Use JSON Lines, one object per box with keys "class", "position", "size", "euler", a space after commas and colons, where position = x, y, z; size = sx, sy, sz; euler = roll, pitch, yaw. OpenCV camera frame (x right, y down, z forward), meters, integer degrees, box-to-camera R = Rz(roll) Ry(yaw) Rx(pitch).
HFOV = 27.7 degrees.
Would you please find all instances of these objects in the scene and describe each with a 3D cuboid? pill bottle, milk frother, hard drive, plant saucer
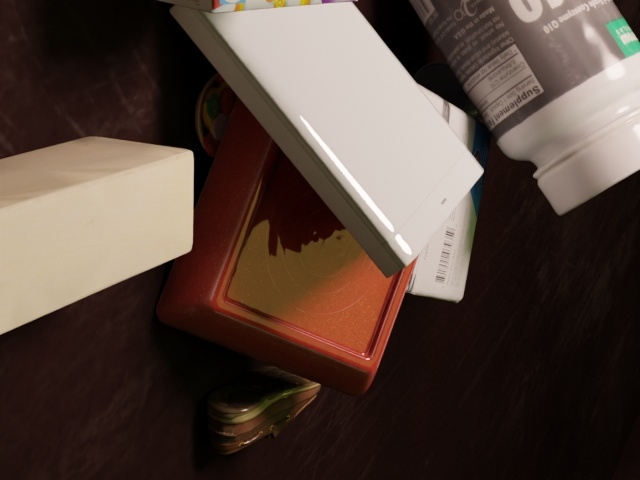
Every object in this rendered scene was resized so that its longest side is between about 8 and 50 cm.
{"class": "pill bottle", "position": [0.263, -0.225, 1.550], "size": [0.361, 0.204, 0.204], "euler": [59, 28, 4]}
{"class": "milk frother", "position": [0.178, -0.232, 1.714], "size": [0.143, 0.129, 0.135], "euler": [56, 25, 8]}
{"class": "hard drive", "position": [0.016, -0.136, 1.222], "size": [0.307, 0.040, 0.203], "euler": [51, 39, -7]}
{"class": "plant saucer", "position": [0.000, 0.000, 1.261], "size": [0.258, 0.048, 0.259], "euler": [25, 81, -32]}

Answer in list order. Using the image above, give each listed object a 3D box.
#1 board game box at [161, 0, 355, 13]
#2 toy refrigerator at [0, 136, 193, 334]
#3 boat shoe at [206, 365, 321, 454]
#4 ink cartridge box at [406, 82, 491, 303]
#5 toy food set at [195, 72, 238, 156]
{"class": "board game box", "position": [-0.062, -0.330, 1.026], "size": [0.142, 0.144, 0.275], "euler": [-12, 112, -33]}
{"class": "toy refrigerator", "position": [-0.204, -0.005, 0.939], "size": [0.269, 0.102, 0.094], "euler": [-28, 124, -61]}
{"class": "boat shoe", "position": [-0.061, 0.175, 1.365], "size": [0.178, 0.064, 0.060], "euler": [-17, 119, -56]}
{"class": "ink cartridge box", "position": [0.077, -0.056, 1.493], "size": [0.307, 0.129, 0.223], "euler": [14, 87, -65]}
{"class": "toy food set", "position": [-0.093, -0.118, 1.235], "size": [0.082, 0.020, 0.083], "euler": [-56, 146, -42]}
